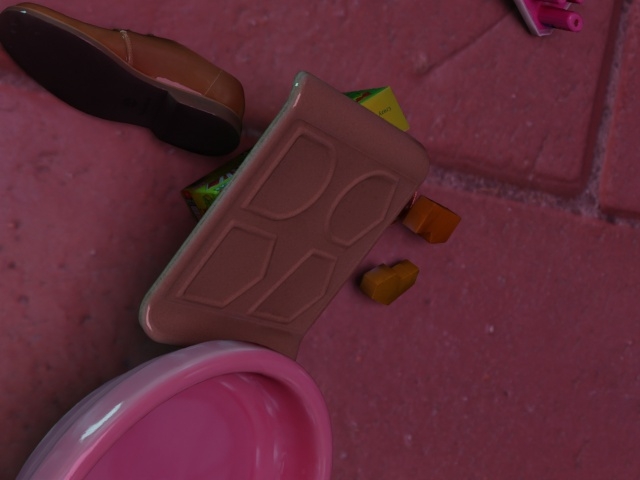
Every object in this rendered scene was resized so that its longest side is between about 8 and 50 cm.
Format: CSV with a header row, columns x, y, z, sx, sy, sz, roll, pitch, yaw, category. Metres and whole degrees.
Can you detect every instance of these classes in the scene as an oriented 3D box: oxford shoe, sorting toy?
x,y,z,sx,sy,sz,roll,pitch,yaw,category
-0.159,-0.143,0.859,0.212,0.076,0.076,25,53,-22,oxford shoe
0.000,0.000,0.883,0.229,0.041,0.307,-56,147,8,sorting toy

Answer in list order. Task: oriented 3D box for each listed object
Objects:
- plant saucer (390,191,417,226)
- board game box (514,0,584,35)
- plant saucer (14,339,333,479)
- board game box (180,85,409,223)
x,y,z,sx,sy,sz,roll,pitch,yaw,category
0.052,-0.052,0.982,0.084,0.013,0.083,-2,94,-26,plant saucer
0.247,-0.449,0.946,0.390,0.050,0.390,-55,136,-12,board game box
-0.127,0.225,0.817,0.332,0.084,0.332,-28,129,-41,plant saucer
-0.022,-0.069,0.902,0.181,0.092,0.043,-34,107,-20,board game box
